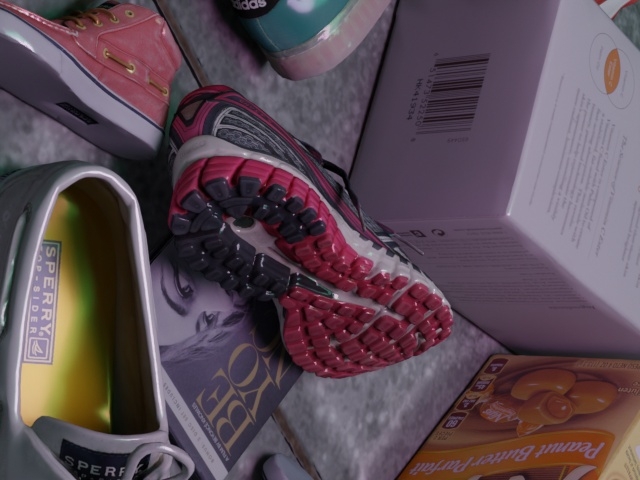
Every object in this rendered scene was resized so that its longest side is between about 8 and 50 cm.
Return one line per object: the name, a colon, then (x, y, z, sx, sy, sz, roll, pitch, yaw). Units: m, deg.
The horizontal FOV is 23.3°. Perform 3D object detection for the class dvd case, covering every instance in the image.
dvd case: (-0.060, 0.047, 1.122, 0.221, 0.018, 0.164, -51, 126, -37)

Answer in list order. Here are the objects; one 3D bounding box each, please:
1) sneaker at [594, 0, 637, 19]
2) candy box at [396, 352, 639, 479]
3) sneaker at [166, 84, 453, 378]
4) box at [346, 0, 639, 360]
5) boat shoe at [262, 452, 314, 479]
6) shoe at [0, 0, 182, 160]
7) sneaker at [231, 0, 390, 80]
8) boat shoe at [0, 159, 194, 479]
sneaker: (0.254, -0.279, 1.443, 0.221, 0.087, 0.128, -48, 125, -40)
candy box: (0.152, 0.218, 1.238, 0.316, 0.183, 0.087, -45, 122, -40)
sneaker: (0.000, 0.000, 1.098, 0.299, 0.121, 0.112, 48, 23, -47)
box: (0.201, -0.038, 1.313, 0.345, 0.168, 0.215, 35, 63, -43)
boat shoe: (-0.010, 0.247, 1.120, 0.183, 0.083, 0.065, 56, 13, 23)
shoe: (-0.154, -0.123, 0.984, 0.178, 0.063, 0.081, 36, 61, -49)
sneaker: (0.025, -0.267, 1.157, 0.121, 0.108, 0.302, 54, 53, -39)
boat shoe: (-0.135, 0.132, 0.898, 0.136, 0.156, 0.367, 5, 83, -29)
